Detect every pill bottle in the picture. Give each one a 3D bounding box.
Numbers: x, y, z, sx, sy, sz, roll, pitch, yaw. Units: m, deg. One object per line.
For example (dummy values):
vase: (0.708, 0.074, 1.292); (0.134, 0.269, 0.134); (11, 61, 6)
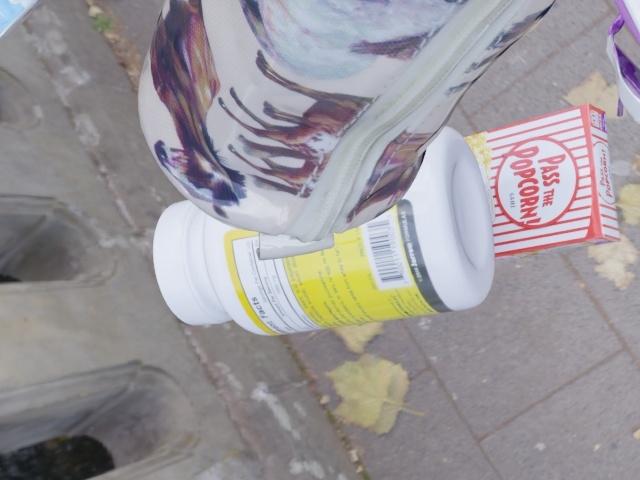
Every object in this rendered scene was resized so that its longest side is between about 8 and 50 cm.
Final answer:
pill bottle: (0.000, 0.000, 1.022); (0.333, 0.188, 0.188); (-9, 85, 24)

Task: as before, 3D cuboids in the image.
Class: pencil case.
pencil case: (0.040, -0.134, 0.374); (0.410, 0.159, 0.184); (132, 140, -60)

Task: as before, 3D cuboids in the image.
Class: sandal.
sandal: (0.399, -0.162, 1.136); (0.102, 0.169, 0.416); (-25, 83, 25)

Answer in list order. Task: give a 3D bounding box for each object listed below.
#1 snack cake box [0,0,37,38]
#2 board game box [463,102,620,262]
snack cake box: (-0.449, -0.358, 1.130); (0.089, 0.152, 0.264); (-47, 109, -2)
board game box: (0.226, -0.056, 1.071); (0.193, 0.045, 0.147); (-13, 75, 38)
